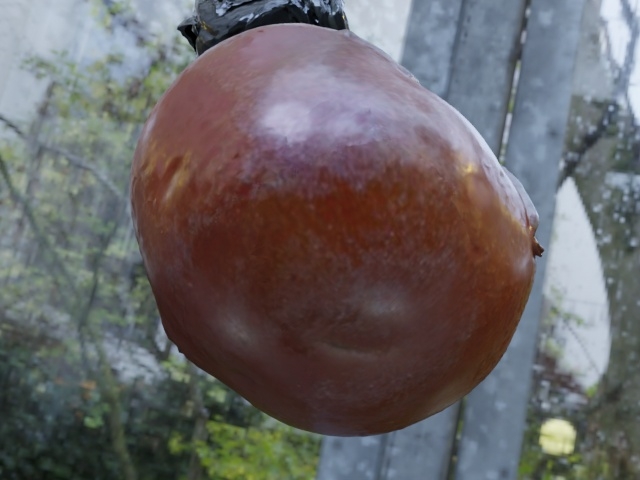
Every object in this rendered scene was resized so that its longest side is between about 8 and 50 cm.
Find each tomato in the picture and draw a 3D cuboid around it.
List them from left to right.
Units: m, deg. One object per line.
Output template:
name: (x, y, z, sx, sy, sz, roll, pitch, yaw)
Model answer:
tomato: (-0.002, -0.002, 0.612, 0.232, 0.188, 0.232, 40, -3, 2)

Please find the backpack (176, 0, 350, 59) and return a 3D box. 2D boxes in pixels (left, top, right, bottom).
backpack: (-0.037, -0.119, 0.859, 0.133, 0.206, 0.258, -18, 24, -1)
